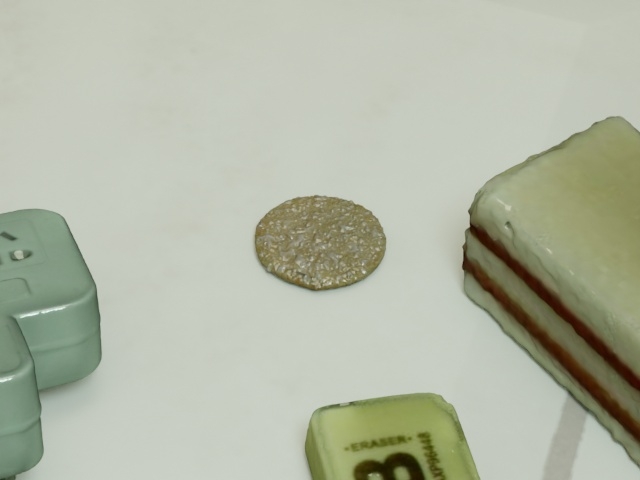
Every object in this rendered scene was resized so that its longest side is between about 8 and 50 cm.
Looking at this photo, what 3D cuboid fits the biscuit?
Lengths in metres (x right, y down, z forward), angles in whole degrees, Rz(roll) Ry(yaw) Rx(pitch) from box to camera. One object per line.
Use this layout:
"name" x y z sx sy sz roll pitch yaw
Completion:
"biscuit" 0.000 0.000 1.401 0.120 0.015 0.120 2 44 -2

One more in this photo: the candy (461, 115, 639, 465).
"candy" 0.271 0.050 1.285 0.179 0.135 0.320 -25 51 -24

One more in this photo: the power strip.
"power strip" -0.282 0.098 1.231 0.230 0.141 0.261 -13 33 -17

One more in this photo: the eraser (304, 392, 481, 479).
"eraser" 0.062 0.196 1.178 0.117 0.058 0.172 -7 45 -11
